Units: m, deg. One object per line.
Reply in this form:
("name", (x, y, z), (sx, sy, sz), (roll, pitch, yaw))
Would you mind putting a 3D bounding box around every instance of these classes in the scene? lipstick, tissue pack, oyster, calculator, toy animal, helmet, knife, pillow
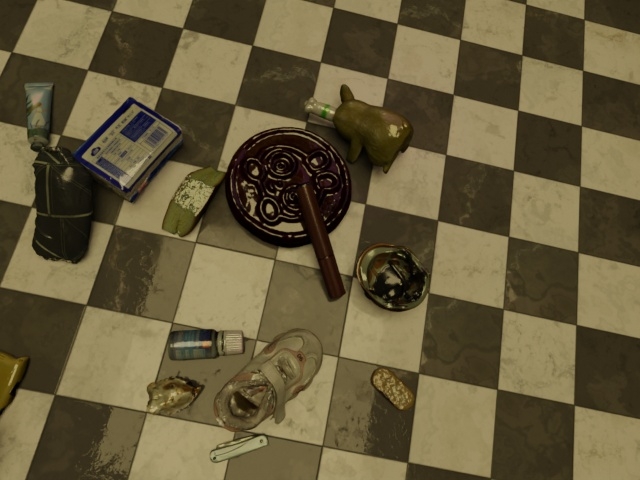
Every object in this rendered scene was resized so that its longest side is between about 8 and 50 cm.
("lipstick", (0.000, 0.000, 1.320), (0.057, 0.057, 0.356), (-18, 98, -11))
("tissue pack", (-0.579, -0.274, 1.349), (0.209, 0.137, 0.269), (31, 70, 4))
("oyster", (-0.403, 0.426, 1.215), (0.148, 0.051, 0.103), (-1, 86, 2))
("calculator", (-0.899, 0.401, 1.172), (0.157, 0.033, 0.236), (23, 76, -1))
("toy animal", (0.133, -0.376, 1.456), (0.363, 0.180, 0.181), (31, 65, 26))
("helmet", (0.212, 0.121, 1.335), (0.224, 0.130, 0.198), (37, 69, 14))
("knife", (-0.225, 0.569, 1.212), (0.162, 0.023, 0.044), (-15, 73, -10))
("pillow", (-0.740, -0.099, 1.257), (0.162, 0.092, 0.334), (6, 102, -10))

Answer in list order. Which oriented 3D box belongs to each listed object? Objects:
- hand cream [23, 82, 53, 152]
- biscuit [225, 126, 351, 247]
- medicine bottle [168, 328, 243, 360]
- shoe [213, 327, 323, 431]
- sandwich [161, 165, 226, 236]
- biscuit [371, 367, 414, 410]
("hand cream", (-0.891, -0.395, 1.391), (0.088, 0.055, 0.255), (-8, 69, -9))
("biscuit", (-0.098, -0.180, 1.402), (0.408, 0.091, 0.407), (2, 74, -7))
("medicine bottle", (-0.321, 0.293, 1.247), (0.203, 0.083, 0.083), (0, 75, -9))
("shoe", (-0.130, 0.384, 1.184), (0.351, 0.198, 0.172), (-42, 85, -14))
("sandwich", (-0.388, -0.131, 1.354), (0.094, 0.096, 0.258), (29, 76, -4))
("biscuit", (0.215, 0.440, 1.304), (0.147, 0.018, 0.071), (42, 72, 7))
